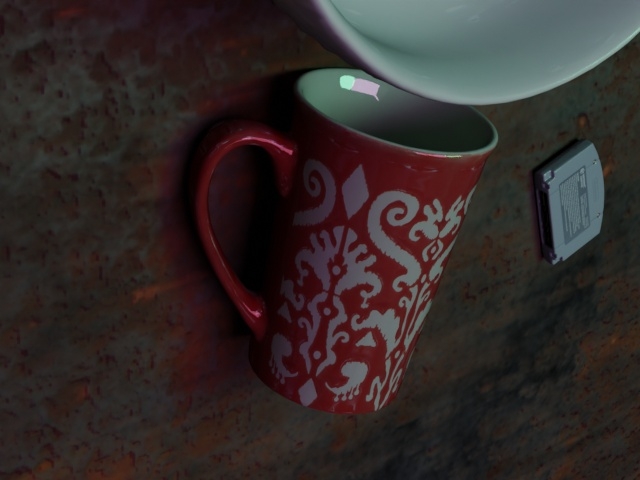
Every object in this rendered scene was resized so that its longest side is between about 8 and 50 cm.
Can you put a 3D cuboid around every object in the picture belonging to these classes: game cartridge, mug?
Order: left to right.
[{"bbox_3d":[0.004,-0.003,0.760,0.113,0.150,0.169,-57,163,-64],"label":"mug"},{"bbox_3d":[0.176,-0.029,0.952,0.056,0.017,0.083,-32,133,-22],"label":"game cartridge"}]

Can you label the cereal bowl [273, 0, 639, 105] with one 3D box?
[{"bbox_3d":[0.070,-0.241,0.627,0.339,0.141,0.338,-24,129,-33],"label":"cereal bowl"}]
